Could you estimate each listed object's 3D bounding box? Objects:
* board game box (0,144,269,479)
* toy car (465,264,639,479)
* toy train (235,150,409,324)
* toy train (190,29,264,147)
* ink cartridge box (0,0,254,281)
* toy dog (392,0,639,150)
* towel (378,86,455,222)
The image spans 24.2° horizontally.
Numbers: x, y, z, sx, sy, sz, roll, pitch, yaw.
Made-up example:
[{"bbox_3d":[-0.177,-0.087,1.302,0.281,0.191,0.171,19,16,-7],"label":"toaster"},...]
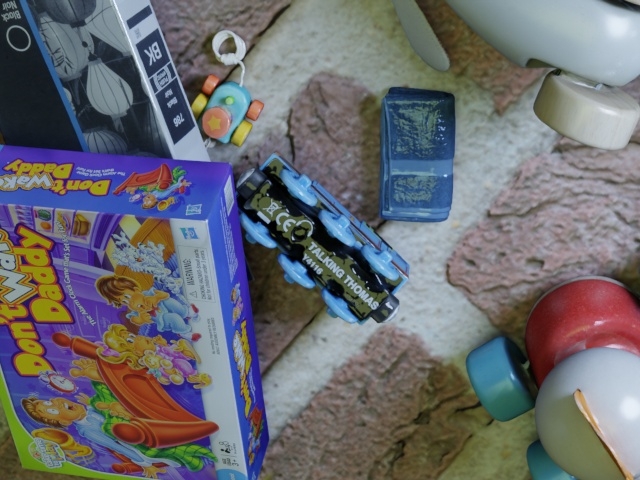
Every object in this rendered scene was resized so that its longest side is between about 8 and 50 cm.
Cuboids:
[{"bbox_3d":[-0.181,0.079,1.331,0.233,0.078,0.347,5,133,12],"label":"board game box"},{"bbox_3d":[0.251,0.155,1.260,0.219,0.238,0.210,-29,101,19],"label":"toy car"},{"bbox_3d":[0.000,0.000,1.328,0.184,0.105,0.080,43,102,-5],"label":"toy train"},{"bbox_3d":[-0.137,-0.120,1.346,0.166,0.046,0.125,-18,104,17],"label":"toy train"},{"bbox_3d":[-0.190,-0.085,1.317,0.165,0.065,0.333,-11,113,26],"label":"ink cartridge box"},{"bbox_3d":[0.155,-0.215,1.227,0.334,0.161,0.220,47,114,9],"label":"toy dog"},{"bbox_3d":[0.086,-0.075,1.327,0.067,0.029,0.119,4,109,9],"label":"towel"}]
